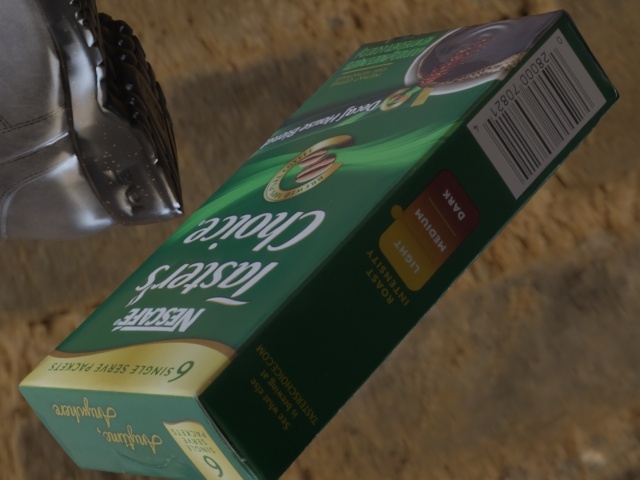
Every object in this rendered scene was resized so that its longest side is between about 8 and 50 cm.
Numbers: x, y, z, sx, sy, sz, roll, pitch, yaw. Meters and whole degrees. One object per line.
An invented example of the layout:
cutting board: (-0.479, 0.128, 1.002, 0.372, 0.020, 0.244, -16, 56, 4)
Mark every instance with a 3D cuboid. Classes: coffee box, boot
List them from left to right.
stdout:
boot: (-0.215, -0.095, 0.953, 0.222, 0.118, 0.338, -14, -46, 5)
coffee box: (0.000, 0.000, 0.602, 0.184, 0.113, 0.040, -46, -67, -26)
